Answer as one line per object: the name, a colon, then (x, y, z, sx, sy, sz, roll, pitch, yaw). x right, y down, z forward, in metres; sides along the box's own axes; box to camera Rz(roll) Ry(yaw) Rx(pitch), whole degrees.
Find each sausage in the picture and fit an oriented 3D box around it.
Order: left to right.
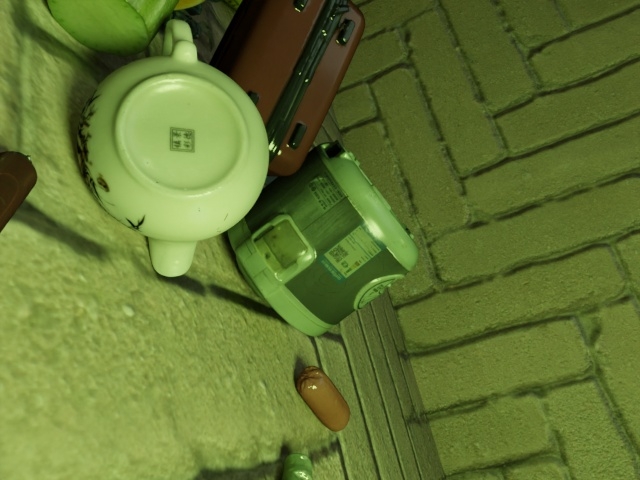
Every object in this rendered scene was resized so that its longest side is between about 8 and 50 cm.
sausage: (0.006, 0.295, 0.938, 0.062, 0.062, 0.154, -91, 156, -53)

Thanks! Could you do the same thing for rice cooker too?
rice cooker: (-0.001, 0.003, 0.876, 0.288, 0.277, 0.288, 52, 8, -10)

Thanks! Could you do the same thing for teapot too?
teapot: (-0.165, -0.121, 0.592, 0.166, 0.208, 0.300, 123, -33, -70)

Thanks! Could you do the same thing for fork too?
fork: (-0.269, -0.460, 1.012, 0.219, 0.028, 0.034, 39, 37, -66)

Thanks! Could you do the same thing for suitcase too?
suitcase: (-0.081, -0.253, 0.790, 0.161, 0.297, 0.236, 27, -7, -29)

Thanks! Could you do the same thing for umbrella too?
umbrella: (-0.268, -0.396, 0.904, 0.188, 0.046, 0.050, -32, 125, -78)

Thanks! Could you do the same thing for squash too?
squash: (-0.255, -0.312, 0.612, 0.170, 0.170, 0.123, 47, 46, -58)

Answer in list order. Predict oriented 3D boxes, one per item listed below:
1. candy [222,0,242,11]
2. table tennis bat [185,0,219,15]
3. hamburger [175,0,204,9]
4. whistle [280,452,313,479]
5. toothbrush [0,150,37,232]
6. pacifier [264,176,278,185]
candy: (-0.233, -0.674, 1.336, 0.297, 0.081, 0.187, 31, 39, -61)
table tennis bat: (-0.271, -0.570, 1.106, 0.149, 0.038, 0.237, 32, 41, -41)
hamburger: (-0.219, -0.450, 0.649, 0.300, 0.300, 0.176, 50, 40, -55)
whistle: (-0.039, 0.382, 0.642, 0.126, 0.067, 0.258, 52, 14, -17)
toothbrush: (-0.259, 0.049, 0.302, 0.364, 0.040, 0.041, -93, 158, -51)
pacifier: (-0.103, -0.242, 0.979, 0.279, 0.207, 0.227, 63, 26, -25)
